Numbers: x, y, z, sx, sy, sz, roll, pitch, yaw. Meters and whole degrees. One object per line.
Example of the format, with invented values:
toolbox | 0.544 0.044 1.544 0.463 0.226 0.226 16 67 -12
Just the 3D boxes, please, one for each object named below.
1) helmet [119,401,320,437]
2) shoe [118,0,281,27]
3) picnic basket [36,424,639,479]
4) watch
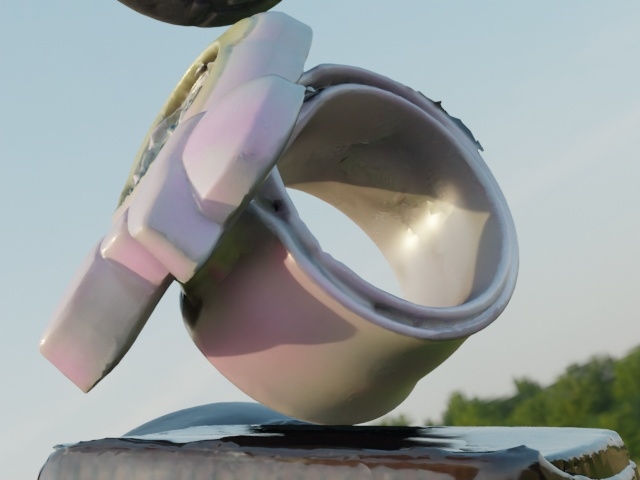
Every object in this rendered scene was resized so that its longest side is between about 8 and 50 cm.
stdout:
helmet | -0.073 0.215 1.063 0.305 0.177 0.225 -24 -50 -39
shoe | -0.124 -0.238 1.052 0.245 0.137 0.095 13 -34 -30
picnic basket | 0.014 0.146 0.659 0.297 0.129 0.222 -2 -4 29
watch | 0.000 0.000 0.847 0.211 0.217 0.248 -48 16 39
